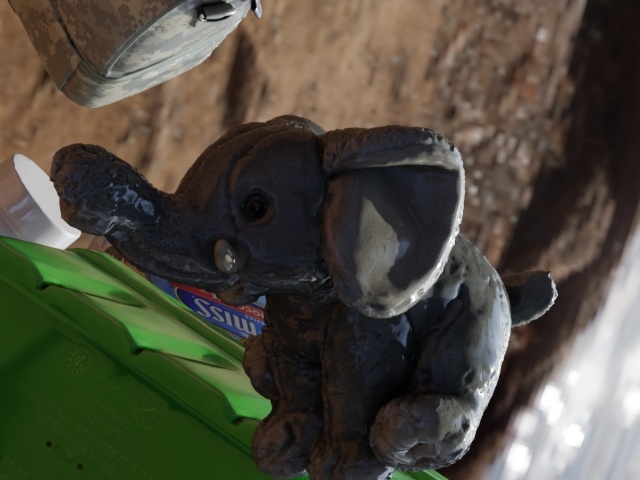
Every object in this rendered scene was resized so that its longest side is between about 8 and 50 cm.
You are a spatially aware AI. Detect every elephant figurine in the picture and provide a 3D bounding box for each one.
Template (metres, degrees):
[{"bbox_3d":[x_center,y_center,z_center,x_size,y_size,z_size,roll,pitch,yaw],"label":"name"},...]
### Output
[{"bbox_3d":[0.000,0.000,0.979,0.186,0.169,0.239,-71,142,-56],"label":"elephant figurine"}]

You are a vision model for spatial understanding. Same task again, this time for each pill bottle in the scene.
[{"bbox_3d":[-0.334,0.020,1.786,0.208,0.119,0.119,-38,150,9],"label":"pill bottle"}]

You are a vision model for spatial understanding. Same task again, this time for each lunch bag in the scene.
[{"bbox_3d":[-0.198,-0.313,1.917,0.212,0.305,0.256,-25,173,-25],"label":"lunch bag"}]

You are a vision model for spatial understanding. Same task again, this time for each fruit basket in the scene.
[{"bbox_3d":[-0.083,0.171,1.260,0.283,0.392,0.392,-55,148,-7],"label":"fruit basket"}]

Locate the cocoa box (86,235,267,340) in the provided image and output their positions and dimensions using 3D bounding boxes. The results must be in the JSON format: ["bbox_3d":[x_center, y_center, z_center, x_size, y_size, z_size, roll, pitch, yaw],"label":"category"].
[{"bbox_3d":[-0.138,0.181,1.623,0.231,0.228,0.347,25,112,-23],"label":"cocoa box"}]
